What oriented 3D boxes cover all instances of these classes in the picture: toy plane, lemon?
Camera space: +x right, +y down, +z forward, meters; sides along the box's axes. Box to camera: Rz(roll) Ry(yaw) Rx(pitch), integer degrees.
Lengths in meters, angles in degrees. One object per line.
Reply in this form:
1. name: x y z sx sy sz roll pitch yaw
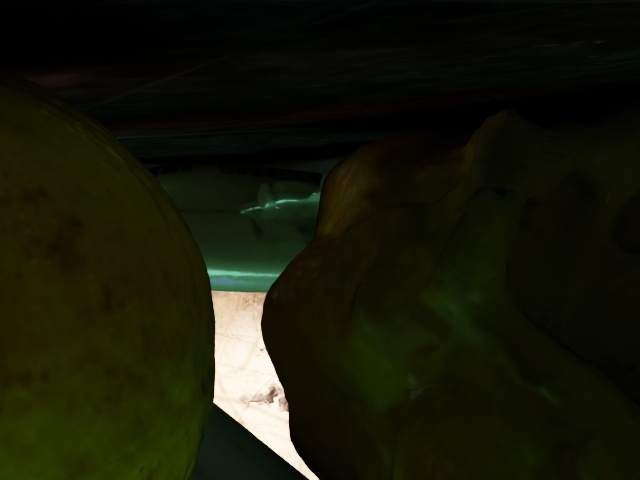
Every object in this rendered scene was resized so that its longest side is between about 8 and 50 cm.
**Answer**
1. toy plane: 0.000 0.000 0.907 0.244 0.092 0.229 -6 164 -27
2. lemon: -0.111 0.033 0.487 0.170 0.170 0.207 -3 172 -16

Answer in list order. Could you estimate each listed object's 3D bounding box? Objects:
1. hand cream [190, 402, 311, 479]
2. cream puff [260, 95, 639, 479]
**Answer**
1. hand cream: -0.068 0.080 0.696 0.312 0.070 0.111 36 -177 1
2. cream puff: 0.123 0.039 0.719 0.282 0.185 0.282 23 -153 -12
